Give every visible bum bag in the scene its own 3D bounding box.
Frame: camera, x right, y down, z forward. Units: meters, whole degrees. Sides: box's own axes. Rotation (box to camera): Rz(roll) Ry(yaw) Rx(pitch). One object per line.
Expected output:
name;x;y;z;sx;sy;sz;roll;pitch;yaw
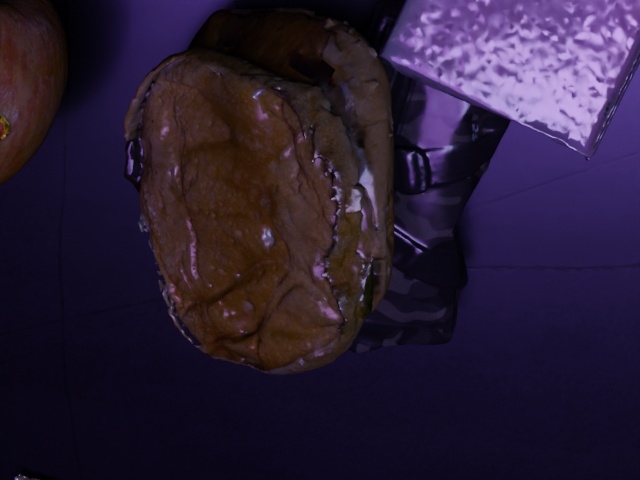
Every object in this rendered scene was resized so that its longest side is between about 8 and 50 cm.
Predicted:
bum bag;0.078;-0.043;1.082;0.144;0.095;0.340;20;115;8

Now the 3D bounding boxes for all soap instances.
soap;0.176;-0.213;0.947;0.181;0.081;0.259;24;101;1

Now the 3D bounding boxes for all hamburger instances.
hamburger;-0.040;-0.045;1.037;0.265;0.134;0.285;11;111;38

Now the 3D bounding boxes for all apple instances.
apple;-0.315;-0.139;1.056;0.211;0.211;0.188;25;115;-1

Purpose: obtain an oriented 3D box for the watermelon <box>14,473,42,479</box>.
watermelon;-0.230;0.339;1.350;0.245;0.063;0.119;30;99;3
